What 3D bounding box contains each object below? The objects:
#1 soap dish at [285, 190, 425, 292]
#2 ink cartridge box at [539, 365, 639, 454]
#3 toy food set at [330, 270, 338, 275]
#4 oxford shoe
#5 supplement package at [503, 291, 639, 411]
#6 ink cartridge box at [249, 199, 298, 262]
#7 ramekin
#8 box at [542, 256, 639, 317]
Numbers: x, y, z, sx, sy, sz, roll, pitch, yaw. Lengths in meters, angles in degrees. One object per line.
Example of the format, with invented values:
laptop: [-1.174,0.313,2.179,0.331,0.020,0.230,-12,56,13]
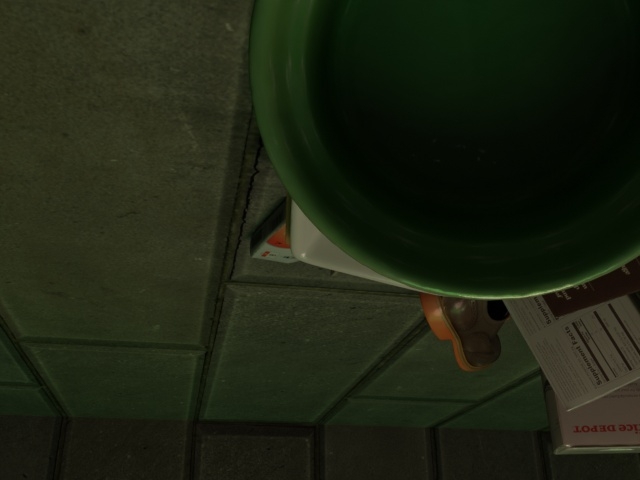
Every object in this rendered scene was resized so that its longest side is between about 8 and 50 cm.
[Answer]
soap dish: [0.083,-0.075,0.699,0.229,0.118,0.290,13,143,6]
ink cartridge box: [0.547,0.271,1.333,0.207,0.282,0.117,-3,154,5]
toy food set: [0.187,0.002,0.961,0.306,0.092,0.219,0,155,-16]
oxford shoe: [0.305,0.159,1.281,0.133,0.129,0.364,-18,150,20]
supplement package: [0.390,0.111,0.979,0.145,0.204,0.262,-34,159,23]
ink cartridge box: [0.000,0.000,1.035,0.179,0.045,0.145,14,151,-23]
ramekin: [0.114,-0.124,0.474,0.304,0.303,0.148,-6,-167,10]
box: [0.347,-0.077,0.651,0.143,0.191,0.381,-27,174,-30]
